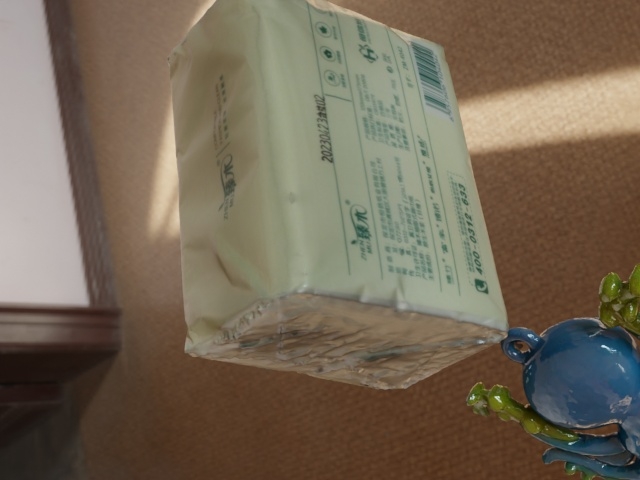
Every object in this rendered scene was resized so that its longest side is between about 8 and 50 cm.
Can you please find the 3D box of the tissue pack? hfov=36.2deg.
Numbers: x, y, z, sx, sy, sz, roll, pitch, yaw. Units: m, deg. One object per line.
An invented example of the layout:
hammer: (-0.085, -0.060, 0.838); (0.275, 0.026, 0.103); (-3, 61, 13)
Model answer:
tissue pack: (0.008, -0.054, 1.033); (0.207, 0.297, 0.381); (-37, 49, 43)

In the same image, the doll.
doll: (0.363, 0.160, 1.083); (0.346, 0.341, 0.099); (108, -178, -47)
